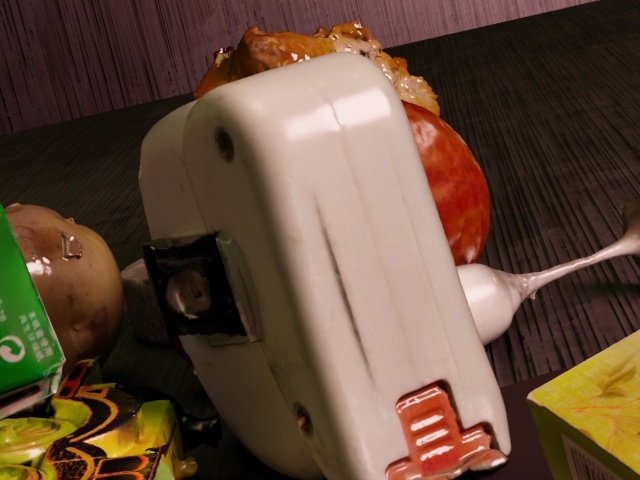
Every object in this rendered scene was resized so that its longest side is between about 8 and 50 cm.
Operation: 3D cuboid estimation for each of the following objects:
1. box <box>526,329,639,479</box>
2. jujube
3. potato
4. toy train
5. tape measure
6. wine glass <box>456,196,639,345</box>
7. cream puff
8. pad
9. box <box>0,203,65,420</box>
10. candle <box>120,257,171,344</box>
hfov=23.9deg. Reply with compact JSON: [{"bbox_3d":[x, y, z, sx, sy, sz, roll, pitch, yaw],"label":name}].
[{"bbox_3d":[0.248,0.062,0.682,0.261,0.062,0.175,-27,24,-13],"label":"box"},{"bbox_3d":[0.000,0.000,1.109,0.255,0.190,0.190,-29,19,-30],"label":"jujube"},{"bbox_3d":[-0.257,0.064,1.095,0.165,0.165,0.262,0,16,46],"label":"potato"},{"bbox_3d":[-0.137,0.140,0.813,0.161,0.100,0.296,-6,11,0],"label":"toy train"},{"bbox_3d":[-0.016,0.026,0.879,0.125,0.243,0.246,-18,3,-27],"label":"tape measure"},{"bbox_3d":[0.118,0.041,1.041,0.262,0.074,0.074,-19,14,-15],"label":"wine glass"},{"bbox_3d":[-0.006,-0.090,1.359,0.241,0.269,0.155,-24,48,-2],"label":"cream puff"},{"bbox_3d":[0.127,0.109,0.882,0.112,0.003,0.157,-16,13,-11],"label":"pad"},{"bbox_3d":[-0.235,-0.023,0.805,0.103,0.250,0.180,-21,9,-21],"label":"box"},{"bbox_3d":[-0.074,0.037,1.248,0.192,0.068,0.168,-17,13,0],"label":"candle"}]
